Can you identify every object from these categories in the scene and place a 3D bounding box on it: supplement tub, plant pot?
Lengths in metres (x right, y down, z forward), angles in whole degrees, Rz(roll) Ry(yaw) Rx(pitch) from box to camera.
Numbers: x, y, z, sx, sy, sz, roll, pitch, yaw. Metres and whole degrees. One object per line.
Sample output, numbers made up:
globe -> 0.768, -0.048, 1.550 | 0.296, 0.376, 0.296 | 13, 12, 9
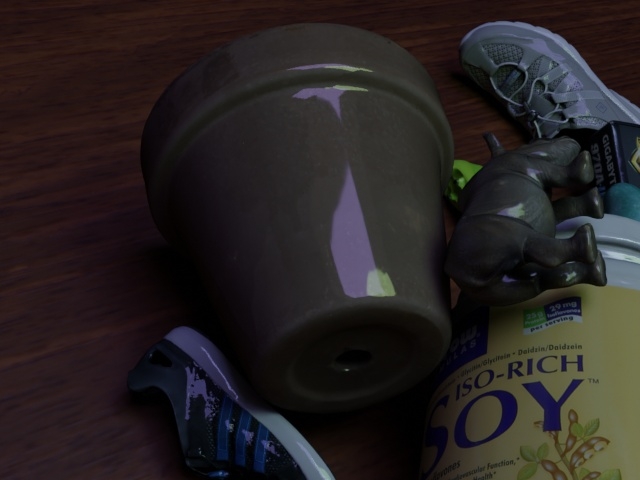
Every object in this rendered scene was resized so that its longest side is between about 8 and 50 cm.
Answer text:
supplement tub -> 0.194, 0.164, 0.659 | 0.241, 0.241, 0.331 | 20, 45, -6
plant pot -> 0.000, 0.000, 0.702 | 0.263, 0.263, 0.229 | 3, 47, -21

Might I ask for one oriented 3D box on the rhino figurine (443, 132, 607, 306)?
rhino figurine -> 0.154, -0.031, 0.673 | 0.106, 0.073, 0.243 | -10, 26, 21

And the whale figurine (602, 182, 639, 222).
whale figurine -> 0.385, 0.021, 0.809 | 0.272, 0.141, 0.216 | 24, 64, 11

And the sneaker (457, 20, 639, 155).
sneaker -> 0.285, -0.166, 1.089 | 0.281, 0.105, 0.115 | 34, 45, 8

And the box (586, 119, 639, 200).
box -> 0.397, -0.017, 0.999 | 0.175, 0.051, 0.220 | 7, 66, -18

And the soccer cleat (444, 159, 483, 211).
soccer cleat -> 0.185, -0.020, 0.949 | 0.072, 0.060, 0.179 | 1, 47, -25

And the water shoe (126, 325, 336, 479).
water shoe -> -0.066, 0.158, 0.687 | 0.080, 0.073, 0.203 | -41, 70, -17
